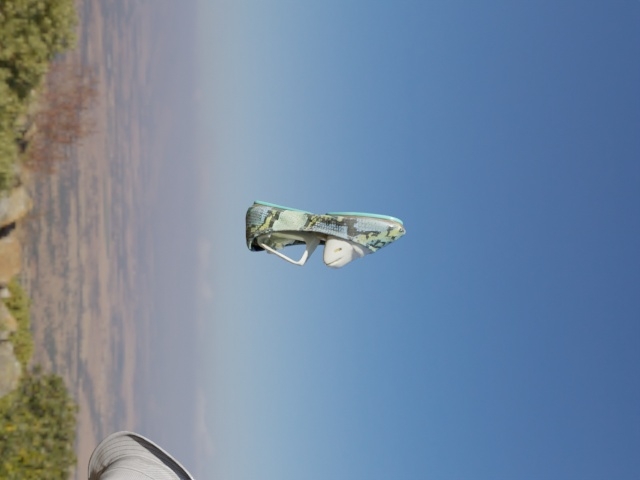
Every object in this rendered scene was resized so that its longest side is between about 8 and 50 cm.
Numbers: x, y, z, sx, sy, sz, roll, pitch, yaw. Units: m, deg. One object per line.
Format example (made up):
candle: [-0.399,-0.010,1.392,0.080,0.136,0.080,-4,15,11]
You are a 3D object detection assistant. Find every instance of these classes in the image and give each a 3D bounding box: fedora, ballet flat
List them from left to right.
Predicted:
fedora: [-0.285,0.446,1.247,0.243,0.275,0.124,-42,179,31]
ballet flat: [0.000,0.000,0.875,0.070,0.188,0.070,-18,111,-58]
